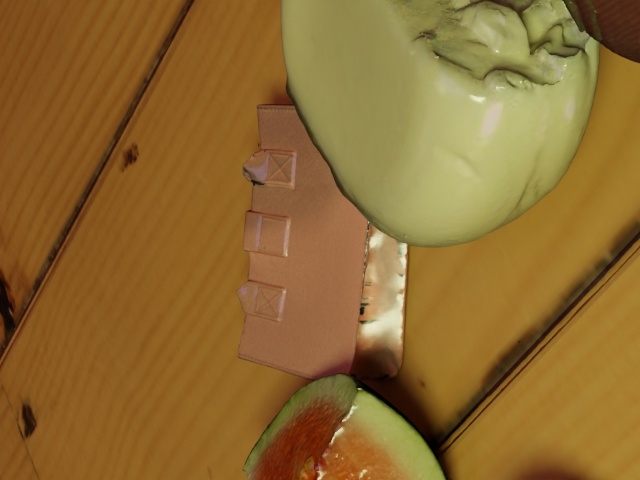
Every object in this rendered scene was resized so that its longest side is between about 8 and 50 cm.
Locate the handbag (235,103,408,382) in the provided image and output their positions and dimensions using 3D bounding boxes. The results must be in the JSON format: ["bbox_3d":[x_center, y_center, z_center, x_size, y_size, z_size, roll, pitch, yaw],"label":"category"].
[{"bbox_3d":[0.000,0.000,0.950,0.157,0.059,0.212,7,95,48],"label":"handbag"}]

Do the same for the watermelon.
[{"bbox_3d":[0.026,0.168,0.881,0.193,0.137,0.145,31,99,27],"label":"watermelon"}]

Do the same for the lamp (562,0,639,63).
[{"bbox_3d":[0.177,-0.200,0.612,0.180,0.180,0.258,-29,96,46],"label":"lamp"}]

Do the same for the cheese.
[{"bbox_3d":[0.070,-0.131,0.774,0.266,0.127,0.233,62,152,32],"label":"cheese"}]
